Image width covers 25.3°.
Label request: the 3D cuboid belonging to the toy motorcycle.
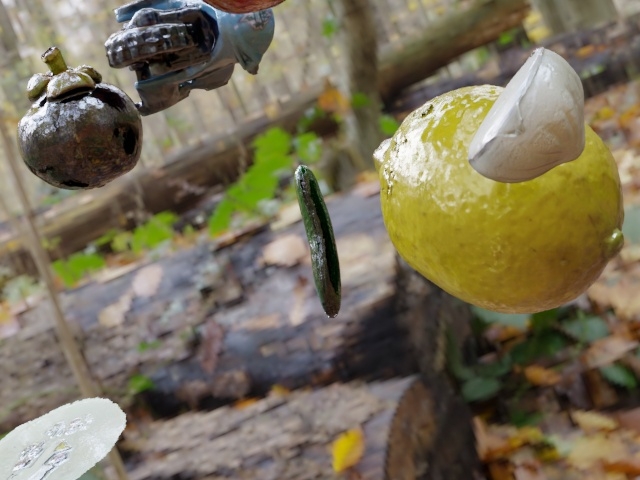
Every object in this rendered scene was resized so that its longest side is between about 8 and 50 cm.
[{"bbox_3d":[-0.180,-0.285,2.057,0.232,0.172,0.416,-15,4,-1],"label":"toy motorcycle"}]

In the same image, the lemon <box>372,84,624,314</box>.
[{"bbox_3d":[0.197,-0.050,1.607,0.320,0.245,0.245,27,33,30],"label":"lemon"}]

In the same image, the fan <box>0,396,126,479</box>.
[{"bbox_3d":[-0.366,0.302,1.672,0.233,0.012,0.414,-17,22,26],"label":"fan"}]

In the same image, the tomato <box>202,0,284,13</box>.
[{"bbox_3d":[-0.082,-0.382,1.556,0.299,0.298,0.226,-24,-29,-28],"label":"tomato"}]

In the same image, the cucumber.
[{"bbox_3d":[0.000,0.000,1.678,0.036,0.184,0.033,-12,-8,-6],"label":"cucumber"}]

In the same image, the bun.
[{"bbox_3d":[0.209,-0.108,1.365,0.138,0.094,0.138,-57,5,8],"label":"bun"}]

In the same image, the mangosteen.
[{"bbox_3d":[-0.253,-0.126,1.468,0.137,0.151,0.137,-16,13,4],"label":"mangosteen"}]
